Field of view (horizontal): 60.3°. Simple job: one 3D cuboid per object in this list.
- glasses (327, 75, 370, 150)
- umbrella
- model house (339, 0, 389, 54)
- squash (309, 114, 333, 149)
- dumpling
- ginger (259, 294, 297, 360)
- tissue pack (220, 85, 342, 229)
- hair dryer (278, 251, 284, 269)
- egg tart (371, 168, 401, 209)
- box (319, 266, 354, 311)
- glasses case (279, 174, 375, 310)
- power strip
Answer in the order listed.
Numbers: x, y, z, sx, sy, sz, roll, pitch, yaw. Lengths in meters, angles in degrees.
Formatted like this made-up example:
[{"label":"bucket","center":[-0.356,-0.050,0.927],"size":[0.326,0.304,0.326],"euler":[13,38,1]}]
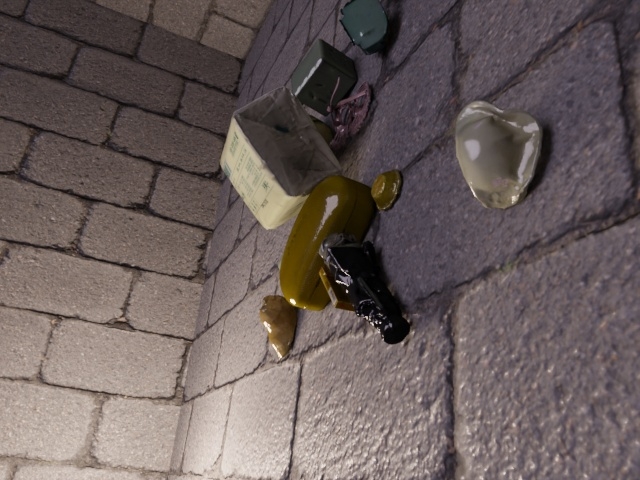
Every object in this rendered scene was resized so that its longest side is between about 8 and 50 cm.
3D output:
[{"label":"glasses","center":[0.067,-0.360,1.577],"size":[0.255,0.095,0.162],"euler":[144,129,-62]},{"label":"umbrella","center":[0.095,0.086,1.179],"size":[0.358,0.113,0.106],"euler":[-122,24,-57]},{"label":"model house","center":[0.136,-0.591,1.541],"size":[0.119,0.148,0.148],"euler":[-31,-6,14]},{"label":"squash","center":[-0.049,-0.349,1.802],"size":[0.133,0.132,0.247],"euler":[-69,22,15]},{"label":"dumpling","center":[0.283,-0.150,0.870],"size":[0.134,0.099,0.169],"euler":[-28,51,46]},{"label":"ginger","center":[-0.134,0.254,1.637],"size":[0.115,0.122,0.193],"euler":[-22,58,40]},{"label":"tissue pack","center":[-0.129,-0.219,1.598],"size":[0.207,0.297,0.380],"euler":[-35,1,-20]},{"label":"hair dryer","center":[-0.101,0.108,1.743],"size":[0.106,0.054,0.154],"euler":[126,147,-52]},{"label":"egg tart","center":[0.148,-0.121,1.275],"size":[0.105,0.039,0.105],"euler":[-52,28,44]},{"label":"box","center":[0.055,0.115,1.279],"size":[0.022,0.089,0.156],"euler":[-65,21,20]},{"label":"glasses case","center":[0.000,0.000,1.424],"size":[0.173,0.141,0.371],"euler":[-109,40,-57]},{"label":"power strip","center":[-0.009,-0.490,1.742],"size":[0.224,0.140,0.139],"euler":[-47,34,34]}]
